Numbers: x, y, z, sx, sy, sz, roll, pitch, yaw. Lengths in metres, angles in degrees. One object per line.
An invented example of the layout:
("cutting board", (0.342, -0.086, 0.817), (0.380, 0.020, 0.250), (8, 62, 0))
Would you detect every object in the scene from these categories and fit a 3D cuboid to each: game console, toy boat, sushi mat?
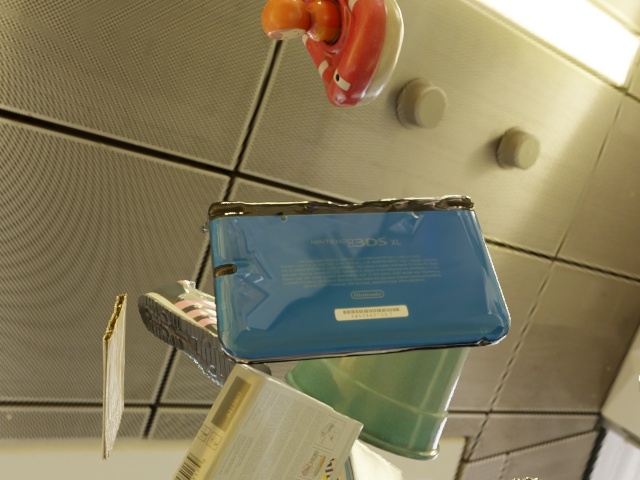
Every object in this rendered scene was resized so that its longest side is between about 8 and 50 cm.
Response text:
("game console", (0.021, 0.039, 0.795), (0.293, 0.250, 0.173), (-3, -33, -13))
("toy boat", (-0.001, -0.273, 0.890), (0.151, 0.231, 0.151), (-9, -30, -28))
("sushi mat", (-0.415, 0.278, 1.432), (0.019, 0.151, 0.317), (7, -60, -6))

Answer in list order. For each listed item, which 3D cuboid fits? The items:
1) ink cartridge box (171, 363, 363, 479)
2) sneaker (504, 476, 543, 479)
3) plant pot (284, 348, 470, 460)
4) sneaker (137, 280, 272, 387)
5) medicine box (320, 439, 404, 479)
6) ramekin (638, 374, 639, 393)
("ink cartridge box", (-0.062, 0.267, 0.854), (0.189, 0.066, 0.232), (-62, -36, -9))
("sneaker", (0.178, 0.519, 1.062), (0.169, 0.447, 0.258), (-13, -98, -50))
("plant pot", (0.153, 0.196, 1.417), (0.341, 0.341, 0.334), (23, -85, -40))
("sneaker", (-0.183, 0.160, 1.284), (0.131, 0.319, 0.112), (-28, -41, -43))
("medicine box", (0.078, 0.569, 1.436), (0.149, 0.264, 0.289), (-30, -46, 16))
("ramekin", (0.513, 0.220, 0.889), (0.207, 0.207, 0.109), (-10, -86, -33))
